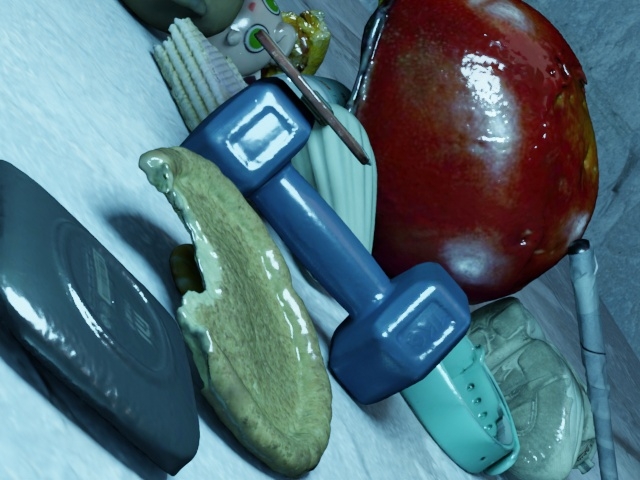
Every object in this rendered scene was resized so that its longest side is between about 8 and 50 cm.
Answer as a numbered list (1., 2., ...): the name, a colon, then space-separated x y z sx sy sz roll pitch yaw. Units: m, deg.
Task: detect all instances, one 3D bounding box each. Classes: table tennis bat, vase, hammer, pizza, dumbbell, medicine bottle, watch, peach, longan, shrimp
1. table tennis bat: -0.005 -0.139 1.660 0.173 0.022 0.301 50 3 1
2. vase: 0.006 -0.049 1.813 0.128 0.128 0.248 43 22 -34
3. hammer: 0.324 0.203 1.879 0.152 0.044 0.427 -58 141 -63
4. pizza: -0.088 -0.259 2.150 0.193 0.154 0.069 23 43 -23
5. dumbbell: 0.000 0.000 1.581 0.325 0.144 0.160 50 12 -8
6. medicine bottle: -0.005 -0.157 2.107 0.110 0.110 0.352 52 12 4
7. watch: 0.147 0.158 1.838 0.195 0.068 0.237 49 13 -15
8. peach: 0.169 -0.143 2.061 0.417 0.353 0.339 58 14 -8
9. longan: -0.162 -0.317 1.882 0.185 0.159 0.204 54 8 -23
10. shrimp: -0.068 0.058 1.422 0.124 0.034 0.178 59 15 20

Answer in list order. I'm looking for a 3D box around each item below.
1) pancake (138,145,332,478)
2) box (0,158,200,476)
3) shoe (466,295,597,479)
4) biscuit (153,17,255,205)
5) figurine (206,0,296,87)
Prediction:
1. pancake: -0.066 0.050 1.323 0.286 0.033 0.288 60 15 -15
2. box: -0.157 0.046 1.101 0.201 0.042 0.212 47 12 -28
3. shoe: 0.284 0.219 2.013 0.210 0.132 0.342 47 12 -23
4. biscuit: -0.108 -0.140 1.798 0.108 0.062 0.239 41 16 -47
5. figurine: -0.100 -0.265 2.044 0.138 0.125 0.125 44 14 -39
